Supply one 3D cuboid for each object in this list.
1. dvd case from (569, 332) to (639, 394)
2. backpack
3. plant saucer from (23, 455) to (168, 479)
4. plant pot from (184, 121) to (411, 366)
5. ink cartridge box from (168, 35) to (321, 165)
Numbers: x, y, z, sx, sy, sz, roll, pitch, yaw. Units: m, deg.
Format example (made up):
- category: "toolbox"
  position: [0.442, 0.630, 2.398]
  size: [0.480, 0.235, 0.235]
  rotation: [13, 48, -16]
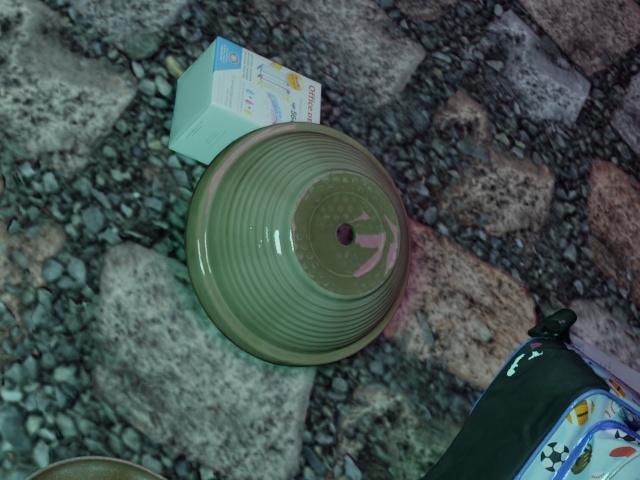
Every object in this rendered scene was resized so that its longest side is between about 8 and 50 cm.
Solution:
- category: "dvd case"
  position: [0.346, 0.225, 1.755]
  size: [0.239, 0.029, 0.179]
  rotation: [29, 47, -18]
- category: "backpack"
  position: [0.241, 0.245, 1.492]
  size: [0.263, 0.276, 0.213]
  rotation: [29, 15, -44]
- category: "plant saucer"
  position: [-0.175, 0.270, 1.302]
  size: [0.198, 0.036, 0.198]
  rotation: [16, 49, -19]
- category: "plant pot"
  position: [0.000, 0.000, 1.524]
  size: [0.237, 0.110, 0.237]
  rotation: [3, 83, -29]
- category: "ink cartridge box"
  position: [-0.067, -0.123, 1.629]
  size: [0.143, 0.090, 0.092]
  rotation: [22, 51, -25]
